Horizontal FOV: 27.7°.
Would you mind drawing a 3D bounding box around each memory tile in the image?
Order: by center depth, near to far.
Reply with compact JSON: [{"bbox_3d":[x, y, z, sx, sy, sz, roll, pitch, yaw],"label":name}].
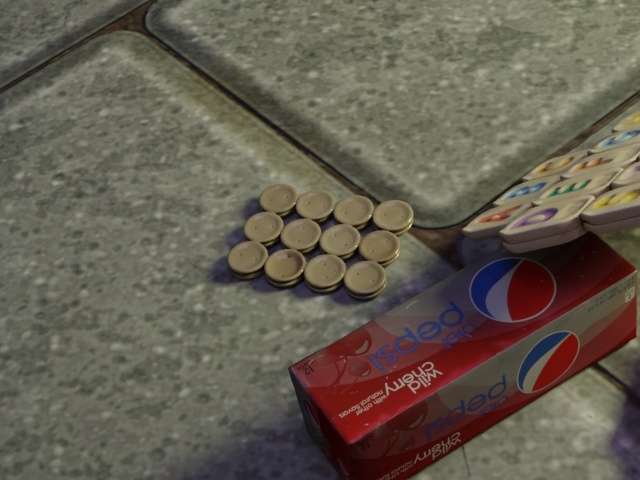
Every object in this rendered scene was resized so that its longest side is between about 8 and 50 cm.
[{"bbox_3d":[0.000,0.000,1.145,0.148,0.012,0.113,10,50,19],"label":"memory tile"}]

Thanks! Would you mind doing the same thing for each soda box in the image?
[{"bbox_3d":[0.114,0.086,0.992,0.263,0.083,0.092,-29,47,-14],"label":"soda box"}]

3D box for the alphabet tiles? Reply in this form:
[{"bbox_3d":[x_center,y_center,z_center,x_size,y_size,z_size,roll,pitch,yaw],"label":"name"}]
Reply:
[{"bbox_3d":[0.257,-0.065,1.024,0.278,0.021,0.284,-15,15,40],"label":"alphabet tiles"}]
